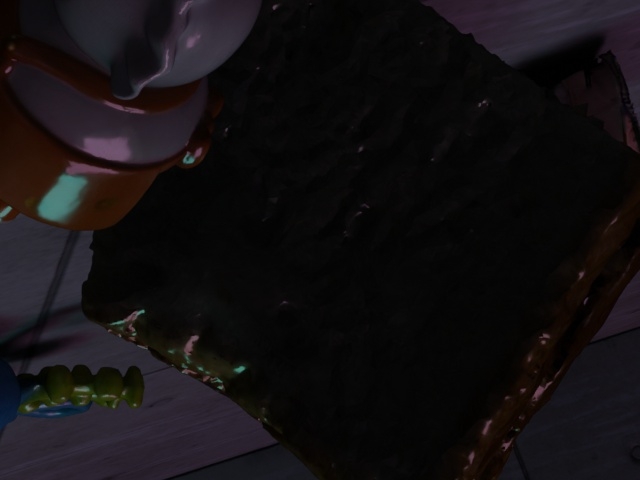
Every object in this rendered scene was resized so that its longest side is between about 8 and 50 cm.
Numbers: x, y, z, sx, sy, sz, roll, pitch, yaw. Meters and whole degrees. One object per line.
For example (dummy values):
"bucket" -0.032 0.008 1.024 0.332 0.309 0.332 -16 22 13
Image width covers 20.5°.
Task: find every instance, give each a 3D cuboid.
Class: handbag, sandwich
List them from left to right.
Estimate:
"sandwich" 0.008 -0.016 1.013 0.262 0.325 0.131 -57 163 3
"handbag" 0.200 -0.047 1.432 0.116 0.179 0.205 -13 162 5

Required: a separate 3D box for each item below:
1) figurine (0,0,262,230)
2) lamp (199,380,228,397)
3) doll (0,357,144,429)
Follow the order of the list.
"figurine" -0.091 -0.096 0.854 0.271 0.143 0.143 -26 166 31
"lamp" -0.010 0.003 1.219 0.247 0.247 0.247 -19 168 -4
"doll" -0.355 0.148 1.625 0.346 0.098 0.341 -8 176 -28
